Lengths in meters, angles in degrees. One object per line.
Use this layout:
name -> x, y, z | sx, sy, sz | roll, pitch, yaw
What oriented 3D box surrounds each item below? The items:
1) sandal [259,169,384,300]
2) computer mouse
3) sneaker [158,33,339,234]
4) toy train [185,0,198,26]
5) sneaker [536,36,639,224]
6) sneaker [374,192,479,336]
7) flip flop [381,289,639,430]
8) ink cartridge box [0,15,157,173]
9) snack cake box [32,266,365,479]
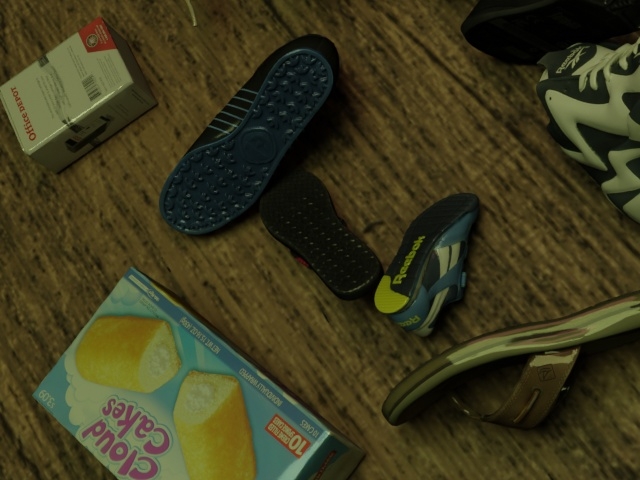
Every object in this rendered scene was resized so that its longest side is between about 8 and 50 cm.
sandal -> 0.000, 0.000, 1.177 | 0.067, 0.040, 0.179 | -35, 48, -4
computer mouse -> 0.253, -0.198, 1.096 | 0.262, 0.184, 0.060 | -14, 61, 61
sneaker -> -0.062, -0.101, 1.233 | 0.081, 0.090, 0.232 | 42, 112, -9
toy train -> -0.097, -0.333, 1.327 | 0.143, 0.105, 0.248 | -22, 62, 0
sneaker -> 0.236, -0.137, 1.032 | 0.094, 0.235, 0.153 | -37, 56, -23
sneaker -> 0.100, 0.020, 1.128 | 0.053, 0.059, 0.144 | -1, 49, 52
flip flop -> 0.180, 0.106, 1.036 | 0.277, 0.112, 0.080 | -17, 79, 11
ink cartridge box -> -0.251, -0.149, 1.340 | 0.135, 0.056, 0.099 | -33, 61, 8
snack cake box -> -0.110, 0.162, 1.141 | 0.264, 0.089, 0.152 | 36, 86, 30
